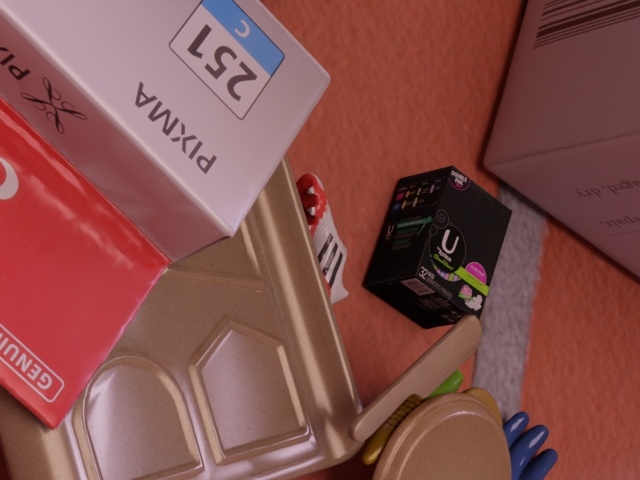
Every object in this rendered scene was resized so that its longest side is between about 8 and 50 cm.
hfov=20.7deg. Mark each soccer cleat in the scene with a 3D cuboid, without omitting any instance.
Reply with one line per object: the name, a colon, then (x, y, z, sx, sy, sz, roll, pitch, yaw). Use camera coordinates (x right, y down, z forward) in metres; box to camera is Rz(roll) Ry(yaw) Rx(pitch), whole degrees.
soccer cleat: (0.000, 0.000, 1.080, 0.036, 0.029, 0.083, -6, 89, -48)

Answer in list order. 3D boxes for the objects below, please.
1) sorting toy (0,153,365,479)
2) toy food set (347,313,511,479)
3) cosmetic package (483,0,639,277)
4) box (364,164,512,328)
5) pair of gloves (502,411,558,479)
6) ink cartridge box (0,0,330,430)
sorting toy: (-0.106, 0.002, 0.989, 0.229, 0.041, 0.307, -12, 82, -41)
toy food set: (0.070, 0.149, 1.069, 0.132, 0.038, 0.192, -38, 122, -32)
cosmetic package: (0.389, -0.124, 1.225, 0.394, 0.327, 0.329, 31, 63, -32)
box: (0.076, 0.005, 1.123, 0.062, 0.052, 0.083, 36, 60, -30)
pair of gloves: (0.129, 0.213, 1.146, 0.159, 0.023, 0.198, -46, 109, -36)
ink cartridge box: (-0.161, -0.095, 0.907, 0.296, 0.066, 0.261, 45, 51, -18)
